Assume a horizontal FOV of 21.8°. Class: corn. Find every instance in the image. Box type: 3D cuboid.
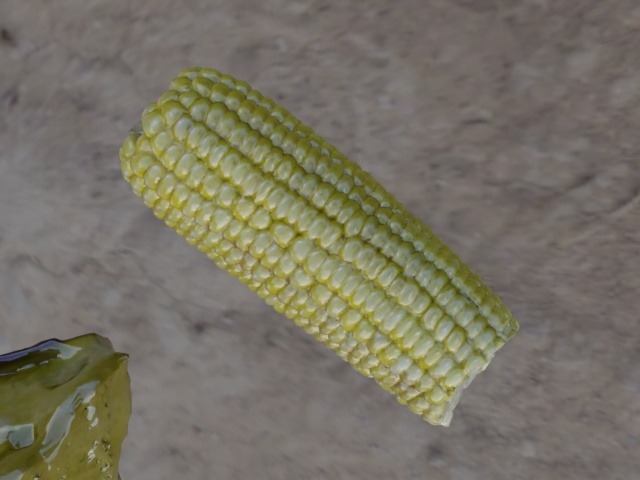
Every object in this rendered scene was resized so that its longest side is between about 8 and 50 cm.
[{"bbox_3d":[0.000,0.000,0.923,0.244,0.093,0.093,38,84,-3],"label":"corn"}]

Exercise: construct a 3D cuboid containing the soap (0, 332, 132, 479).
[{"bbox_3d":[-0.212,0.218,0.768,0.339,0.304,0.169,-18,132,-9],"label":"soap"}]
